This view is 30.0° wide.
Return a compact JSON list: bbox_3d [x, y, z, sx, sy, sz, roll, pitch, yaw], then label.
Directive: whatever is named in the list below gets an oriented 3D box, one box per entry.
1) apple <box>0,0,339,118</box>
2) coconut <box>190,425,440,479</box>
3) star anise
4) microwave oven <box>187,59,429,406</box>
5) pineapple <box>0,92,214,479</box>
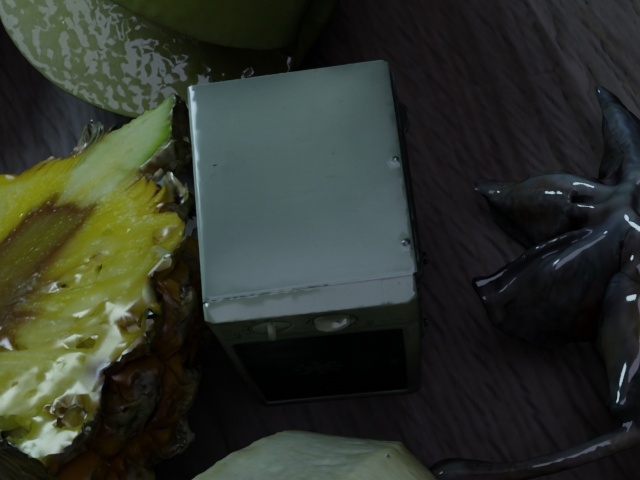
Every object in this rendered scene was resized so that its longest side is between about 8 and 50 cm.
[{"bbox_3d":[-0.110,-0.229,0.912,0.254,0.292,0.292,31,75,4],"label":"apple"},{"bbox_3d":[0.011,0.283,0.710,0.322,0.323,0.323,-2,70,4],"label":"coconut"},{"bbox_3d":[0.230,0.019,0.868,0.359,0.139,0.316,-18,39,10],"label":"star anise"},{"bbox_3d":[0.000,0.000,0.839,0.145,0.240,0.194,-4,70,4],"label":"microwave oven"},{"bbox_3d":[-0.143,0.058,0.860,0.344,0.209,0.286,18,57,44],"label":"pineapple"}]
